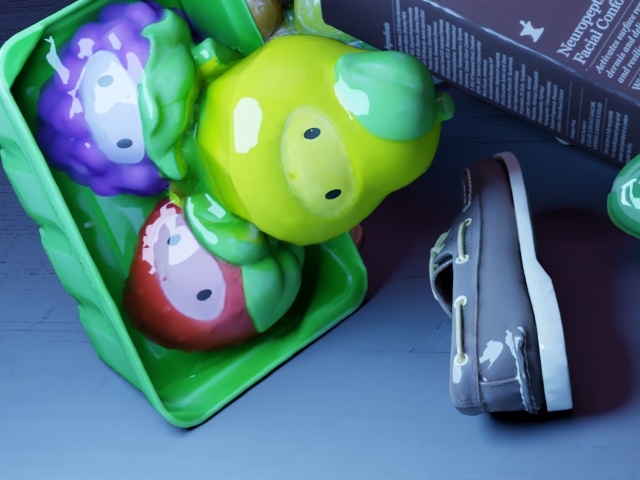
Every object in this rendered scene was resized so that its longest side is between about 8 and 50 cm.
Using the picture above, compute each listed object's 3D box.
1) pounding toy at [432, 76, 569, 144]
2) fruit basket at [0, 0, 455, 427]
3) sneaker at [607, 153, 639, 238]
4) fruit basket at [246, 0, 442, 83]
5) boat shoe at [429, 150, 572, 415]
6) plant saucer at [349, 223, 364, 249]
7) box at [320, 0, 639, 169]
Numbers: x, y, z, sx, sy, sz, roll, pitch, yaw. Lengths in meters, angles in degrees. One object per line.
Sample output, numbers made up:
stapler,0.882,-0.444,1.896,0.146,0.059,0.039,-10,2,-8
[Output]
pounding toy,0.188,-0.229,1.934,0.154,0.155,0.269,-21,47,-26
fruit basket,-0.081,-0.058,1.627,0.283,0.392,0.392,-35,34,-30
sneaker,0.369,-0.039,1.599,0.295,0.109,0.123,6,-6,34
fruit basket,-0.044,-0.274,1.999,0.327,0.353,0.165,-12,40,6
boat shoe,0.140,0.031,1.626,0.096,0.117,0.324,-11,35,3
plant saucer,0.000,0.000,1.847,0.083,0.013,0.083,-12,29,7
box,0.204,-0.228,1.807,0.381,0.143,0.191,27,69,17
